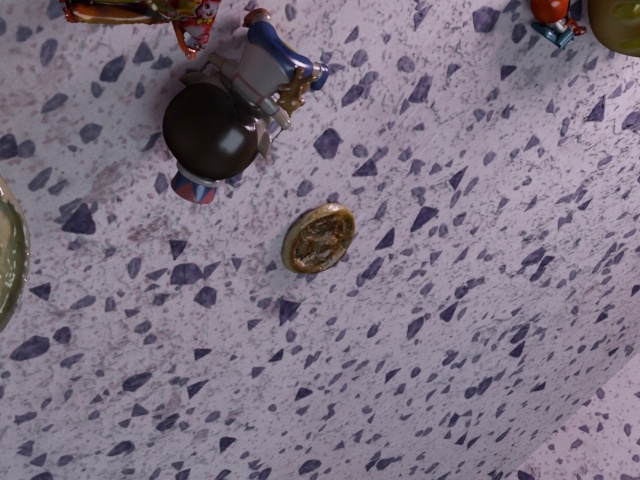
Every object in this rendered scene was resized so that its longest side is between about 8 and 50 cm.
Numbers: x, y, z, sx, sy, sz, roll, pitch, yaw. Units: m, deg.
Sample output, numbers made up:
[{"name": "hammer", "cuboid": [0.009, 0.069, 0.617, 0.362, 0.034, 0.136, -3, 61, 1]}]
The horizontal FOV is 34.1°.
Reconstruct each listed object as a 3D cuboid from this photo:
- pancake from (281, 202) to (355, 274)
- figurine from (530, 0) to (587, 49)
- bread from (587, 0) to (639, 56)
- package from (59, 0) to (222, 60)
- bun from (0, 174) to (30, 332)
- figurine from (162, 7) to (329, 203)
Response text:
[{"name": "pancake", "cuboid": [0.000, 0.000, 1.844, 0.158, 0.028, 0.158, -22, 138, -21]}, {"name": "figurine", "cuboid": [0.391, -0.383, 1.759, 0.075, 0.068, 0.140, -41, 138, 6]}, {"name": "bread", "cuboid": [0.619, -0.452, 1.807, 0.333, 0.160, 0.333, -24, 140, -22]}, {"name": "package", "cuboid": [-0.180, -0.368, 1.227, 0.223, 0.108, 0.288, 10, 114, -41]}, {"name": "bun", "cuboid": [-0.535, 0.008, 1.221, 0.364, 0.202, 0.364, -20, 133, -22]}, {"name": "figurine", "cuboid": [-0.122, -0.177, 1.447, 0.275, 0.161, 0.158, -44, -179, 10]}]
